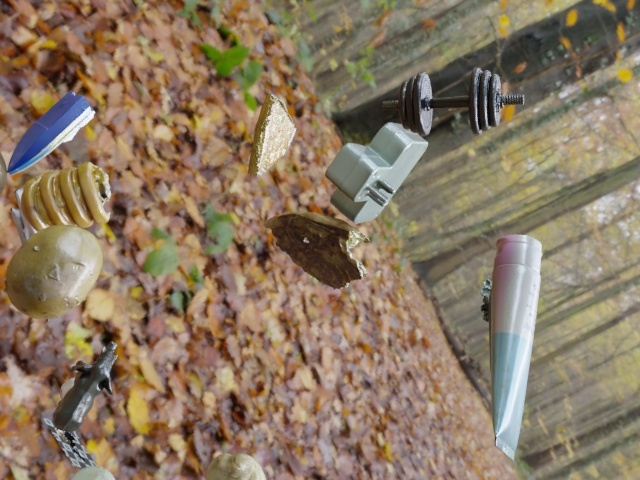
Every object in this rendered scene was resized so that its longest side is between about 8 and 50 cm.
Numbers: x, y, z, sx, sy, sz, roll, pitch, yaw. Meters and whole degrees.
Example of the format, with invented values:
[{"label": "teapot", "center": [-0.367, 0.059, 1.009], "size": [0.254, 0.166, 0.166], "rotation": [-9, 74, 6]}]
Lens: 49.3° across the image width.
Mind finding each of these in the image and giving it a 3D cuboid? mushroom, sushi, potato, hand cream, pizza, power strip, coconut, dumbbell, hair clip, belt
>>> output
[{"label": "mushroom", "center": [-0.190, 0.544, 1.575], "size": [0.112, 0.148, 0.148], "rotation": [-31, 94, -46]}, {"label": "sushi", "center": [-0.723, 0.604, 2.009], "size": [0.201, 0.031, 0.139], "rotation": [40, -8, 34]}, {"label": "potato", "center": [-0.451, 0.055, 1.176], "size": [0.137, 0.176, 0.137], "rotation": [33, 8, -5]}, {"label": "hand cream", "center": [0.270, 0.147, 0.996], "size": [0.111, 0.070, 0.312], "rotation": [48, 49, -52]}, {"label": "pizza", "center": [-0.142, -0.253, 1.777], "size": [0.081, 0.204, 0.188], "rotation": [18, -5, 15]}, {"label": "power strip", "center": [0.130, -0.135, 1.534], "size": [0.141, 0.229, 0.261], "rotation": [41, 20, 15]}, {"label": "coconut", "center": [-0.796, 0.502, 2.279], "size": [0.110, 0.110, 0.124], "rotation": [62, -16, -3]}, {"label": "dumbbell", "center": [0.193, -0.204, 1.035], "size": [0.099, 0.209, 0.099], "rotation": [1, 90, -70]}, {"label": "hair clip", "center": [-0.732, 0.009, 1.840], "size": [0.085, 0.101, 0.331], "rotation": [0, 48, -49]}, {"label": "belt", "center": [0.335, 0.167, 1.300], "size": [0.100, 0.065, 0.179], "rotation": [-89, 179, -82]}]

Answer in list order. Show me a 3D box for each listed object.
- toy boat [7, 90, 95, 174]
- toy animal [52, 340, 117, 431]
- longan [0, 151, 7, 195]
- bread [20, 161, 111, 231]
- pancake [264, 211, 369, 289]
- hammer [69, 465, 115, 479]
[{"label": "toy boat", "center": [-0.778, -0.294, 1.988], "size": [0.129, 0.295, 0.088], "rotation": [27, -21, 43]}, {"label": "toy animal", "center": [-0.567, 0.363, 1.710], "size": [0.115, 0.245, 0.146], "rotation": [22, -7, -14]}, {"label": "longan", "center": [-0.983, -0.185, 1.837], "size": [0.297, 0.297, 0.297], "rotation": [60, 7, -12]}, {"label": "bread", "center": [-0.475, -0.075, 1.312], "size": [0.084, 0.177, 0.119], "rotation": [-119, -167, -80]}, {"label": "pancake", "center": [0.000, 0.000, 1.558], "size": [0.257, 0.056, 0.212], "rotation": [39, -37, 0]}, {"label": "hammer", "center": [-0.514, 0.625, 1.413], "size": [0.113, 0.202, 0.305], "rotation": [21, 48, -6]}]
